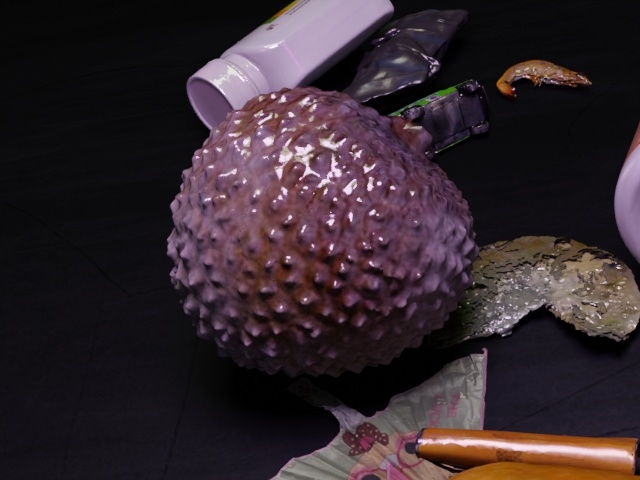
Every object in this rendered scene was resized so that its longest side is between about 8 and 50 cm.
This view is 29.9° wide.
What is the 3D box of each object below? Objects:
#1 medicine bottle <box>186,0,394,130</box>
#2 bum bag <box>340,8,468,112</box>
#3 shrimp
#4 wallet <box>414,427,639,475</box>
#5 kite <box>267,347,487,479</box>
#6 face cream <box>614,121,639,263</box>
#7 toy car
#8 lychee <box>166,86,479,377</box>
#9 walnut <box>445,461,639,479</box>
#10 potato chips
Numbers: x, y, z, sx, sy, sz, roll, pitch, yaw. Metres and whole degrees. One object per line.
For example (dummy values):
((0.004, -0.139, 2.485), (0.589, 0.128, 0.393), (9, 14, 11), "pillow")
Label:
((-0.044, -0.261, 1.656), (0.296, 0.111, 0.161), (-42, 16, -24), "medicine bottle")
((0.116, -0.257, 1.659), (0.137, 0.074, 0.310), (-7, 32, 27), "bum bag")
((0.291, -0.207, 1.567), (0.127, 0.025, 0.091), (15, 42, 42), "shrimp")
((0.167, 0.170, 0.923), (0.161, 0.195, 0.042), (0, 80, 14), "wallet")
((0.051, 0.188, 1.069), (0.323, 0.013, 0.268), (-27, 36, -22), "kite")
((0.401, -0.068, 1.162), (0.201, 0.201, 0.187), (5, 37, 25), "face cream")
((0.135, -0.144, 1.489), (0.165, 0.071, 0.062), (-27, 22, -20), "toy car")
((0.005, 0.001, 1.129), (0.300, 0.300, 0.300), (-9, 33, 6), "lychee")
((0.196, 0.244, 0.764), (0.336, 0.209, 0.209), (-2, 35, 15), "walnut")
((0.216, 0.054, 1.200), (0.220, 0.029, 0.202), (10, 37, 33), "potato chips")
